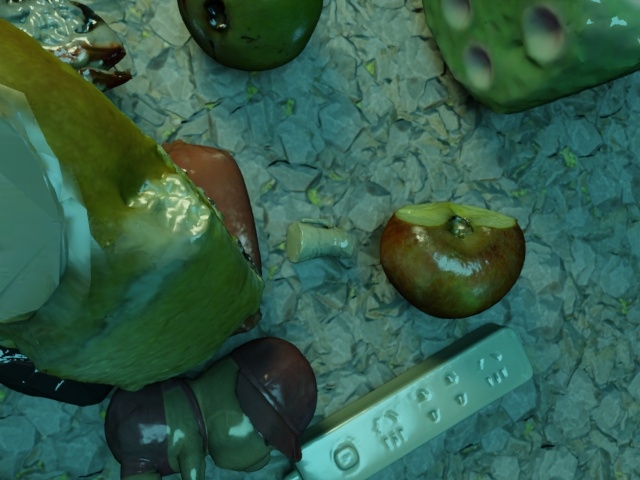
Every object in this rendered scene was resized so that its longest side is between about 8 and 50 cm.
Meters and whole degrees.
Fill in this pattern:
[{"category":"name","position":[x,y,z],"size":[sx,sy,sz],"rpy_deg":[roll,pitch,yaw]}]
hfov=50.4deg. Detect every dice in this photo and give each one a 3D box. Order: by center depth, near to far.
[{"category":"dice","position":[0.330,-0.358,0.872],"size":[0.331,0.318,0.322],"rpy_deg":[-23,95,-15]}]

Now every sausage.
[{"category":"sausage","position":[-0.145,-0.002,0.834],"size":[0.148,0.148,0.254],"rpy_deg":[-11,87,-15]}]

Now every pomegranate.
[{"category":"pomegranate","position":[-0.068,-0.306,0.846],"size":[0.211,0.179,0.179],"rpy_deg":[-28,97,-25]}]

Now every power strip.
[{"category":"power strip","position":[0.120,0.240,0.946],"size":[0.385,0.062,0.091],"rpy_deg":[-27,94,-14]}]

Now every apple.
[{"category":"apple","position":[0.175,0.024,0.905],"size":[0.195,0.173,0.160],"rpy_deg":[-3,88,-11]}]

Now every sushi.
[{"category":"sushi","position":[-0.390,-0.223,0.781],"size":[0.332,0.124,0.129],"rpy_deg":[-2,81,-16]}]

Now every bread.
[{"category":"bread","position":[-0.239,-0.012,0.631],"size":[0.395,0.264,0.239],"rpy_deg":[39,86,-4]}]

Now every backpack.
[{"category":"backpack","position":[-0.321,0.131,0.808],"size":[0.165,0.106,0.120],"rpy_deg":[44,57,-27]}]

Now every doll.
[{"category":"doll","position":[-0.121,0.215,0.818],"size":[0.256,0.196,0.152],"rpy_deg":[-19,130,-12]}]

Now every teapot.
[{"category":"teapot","position":[0.000,0.000,0.923],"size":[0.083,0.057,0.067],"rpy_deg":[3,60,-20]}]
